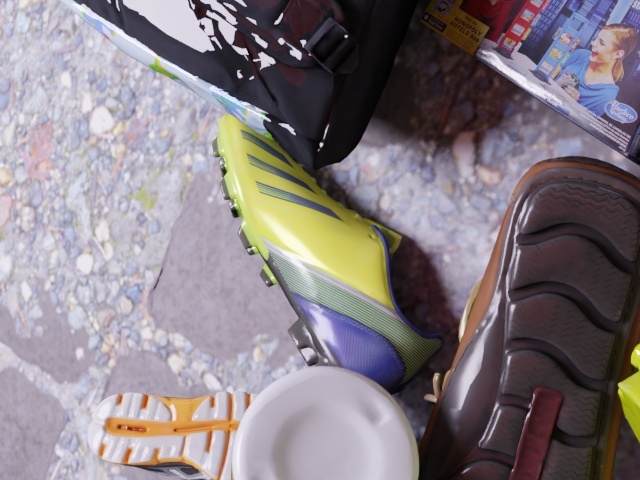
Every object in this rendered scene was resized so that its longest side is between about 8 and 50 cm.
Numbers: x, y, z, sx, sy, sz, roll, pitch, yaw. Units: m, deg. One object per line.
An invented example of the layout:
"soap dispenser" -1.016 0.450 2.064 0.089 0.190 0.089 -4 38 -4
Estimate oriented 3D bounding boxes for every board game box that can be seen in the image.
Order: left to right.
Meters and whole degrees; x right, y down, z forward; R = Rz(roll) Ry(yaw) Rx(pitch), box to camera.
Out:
"board game box" 0.204 -0.189 0.602 0.194 0.060 0.194 41 107 25

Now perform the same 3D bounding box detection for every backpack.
"backpack" -0.085 -0.257 0.684 0.355 0.273 0.290 22 103 7

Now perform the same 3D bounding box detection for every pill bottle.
"pill bottle" -0.006 0.168 0.609 0.119 0.208 0.119 2 70 -5

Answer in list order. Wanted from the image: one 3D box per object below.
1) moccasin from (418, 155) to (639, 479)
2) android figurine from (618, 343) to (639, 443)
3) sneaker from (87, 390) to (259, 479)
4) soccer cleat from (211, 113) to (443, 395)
"moccasin" 0.135 0.127 0.595 0.139 0.147 0.380 11 98 15
"android figurine" 0.236 0.155 0.409 0.056 0.248 0.273 -33 30 6
"sneaker" -0.098 0.182 0.761 0.214 0.083 0.084 8 67 13
"soccer cleat" 0.000 0.001 0.716 0.121 0.093 0.289 -28 68 -5
